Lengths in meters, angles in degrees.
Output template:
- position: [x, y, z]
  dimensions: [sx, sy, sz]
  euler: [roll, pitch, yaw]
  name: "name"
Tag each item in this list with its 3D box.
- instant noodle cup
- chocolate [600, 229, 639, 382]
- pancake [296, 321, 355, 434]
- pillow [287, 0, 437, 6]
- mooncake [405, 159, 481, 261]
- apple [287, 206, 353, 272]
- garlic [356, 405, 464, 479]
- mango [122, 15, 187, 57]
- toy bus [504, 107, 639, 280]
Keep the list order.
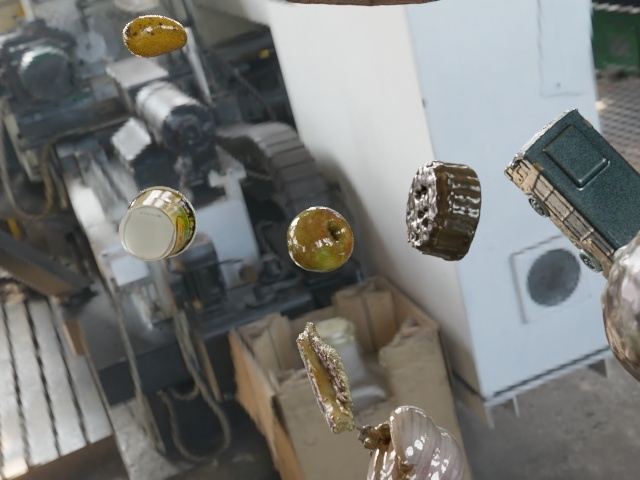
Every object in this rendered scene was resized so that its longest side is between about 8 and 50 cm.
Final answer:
- position: [-0.327, -0.024, 1.991]
  dimensions: [0.151, 0.151, 0.122]
  euler: [-13, 12, 6]
  name: "instant noodle cup"
- position: [0.405, 0.037, 0.965]
  dimensions: [0.340, 0.210, 0.225]
  euler: [-52, 17, 50]
  name: "chocolate"
- position: [0.007, 0.266, 2.068]
  dimensions: [0.057, 0.266, 0.244]
  euler: [-20, -23, -11]
  name: "pancake"
- position: [0.055, -0.385, 1.381]
  dimensions: [0.236, 0.084, 0.223]
  euler: [-5, 40, 0]
  name: "pillow"
- position: [0.271, -0.068, 2.249]
  dimensions: [0.124, 0.228, 0.228]
  euler: [8, 18, -12]
  name: "mooncake"
- position: [0.000, 0.000, 1.335]
  dimensions: [0.089, 0.089, 0.074]
  euler: [-33, -7, -38]
  name: "apple"
- position: [0.114, 0.396, 1.740]
  dimensions: [0.257, 0.207, 0.207]
  euler: [-19, 21, -20]
  name: "garlic"
- position: [-0.291, -0.359, 1.772]
  dimensions: [0.114, 0.079, 0.057]
  euler: [0, 46, -17]
  name: "mango"
- position: [0.444, -0.073, 1.650]
  dimensions: [0.138, 0.275, 0.167]
  euler: [-41, -11, -7]
  name: "toy bus"
